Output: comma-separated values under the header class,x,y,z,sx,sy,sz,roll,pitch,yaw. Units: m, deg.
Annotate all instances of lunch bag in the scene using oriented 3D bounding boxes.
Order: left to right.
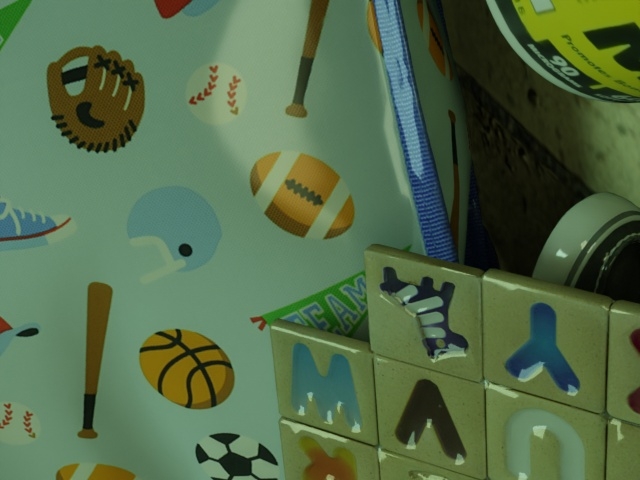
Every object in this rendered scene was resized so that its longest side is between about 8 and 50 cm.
class,x,y,z,sx,sy,sz,roll,pitch,yaw
lunch bag,-0.074,-0.013,0.828,0.239,0.328,0.385,-40,-62,-75

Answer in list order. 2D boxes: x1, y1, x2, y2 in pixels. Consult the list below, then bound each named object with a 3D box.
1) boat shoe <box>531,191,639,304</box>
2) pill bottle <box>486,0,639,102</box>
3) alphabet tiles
class,x,y,z,sx,sy,sz,roll,pitch,yaw
boat shoe,0.146,0.086,0.708,0.076,0.080,0.228,32,134,42
pill bottle,0.139,-0.106,0.460,0.208,0.119,0.119,-174,70,-73
alphabet tiles,0.106,0.164,0.704,0.285,0.011,0.342,14,126,27
